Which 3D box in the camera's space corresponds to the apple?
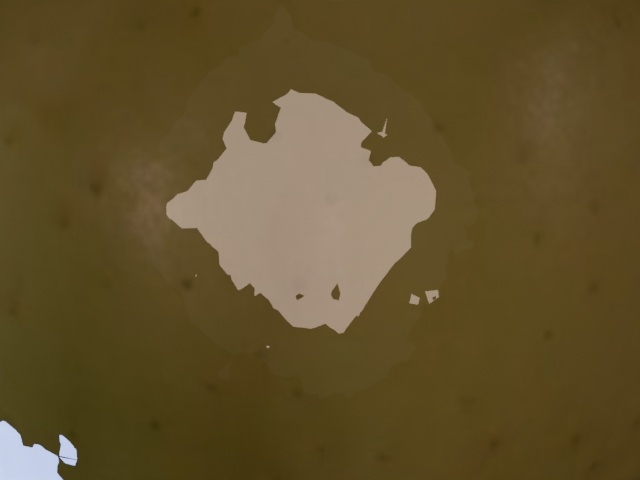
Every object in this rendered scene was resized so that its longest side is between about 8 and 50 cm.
[{"bbox_3d":[0.000,0.000,0.755,0.474,0.473,0.473,0,94,5],"label":"apple"}]
